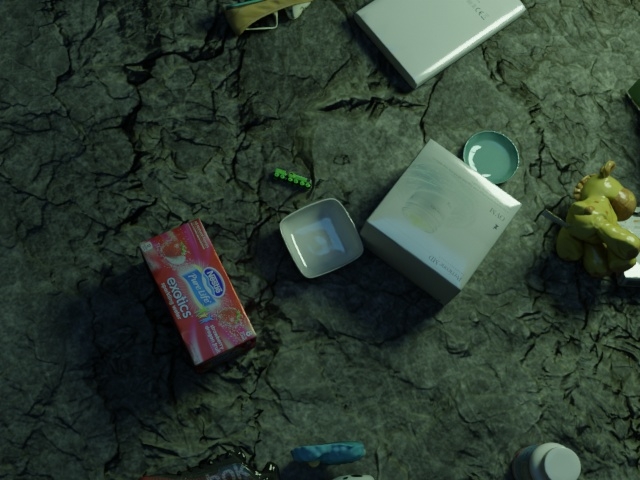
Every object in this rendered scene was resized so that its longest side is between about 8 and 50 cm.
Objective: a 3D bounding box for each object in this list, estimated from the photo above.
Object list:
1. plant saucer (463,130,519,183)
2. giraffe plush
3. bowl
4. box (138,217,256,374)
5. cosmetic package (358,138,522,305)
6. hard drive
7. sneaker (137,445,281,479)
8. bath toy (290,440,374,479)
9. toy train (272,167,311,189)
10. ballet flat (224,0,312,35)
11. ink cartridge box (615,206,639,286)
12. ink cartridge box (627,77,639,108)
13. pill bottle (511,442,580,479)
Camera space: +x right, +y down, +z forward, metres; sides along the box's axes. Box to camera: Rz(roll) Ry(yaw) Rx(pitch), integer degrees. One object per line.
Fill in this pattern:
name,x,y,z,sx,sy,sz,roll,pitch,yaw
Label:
plant saucer,0.356,-0.172,1.843,0.119,0.021,0.119,1,73,-5
giraffe plush,0.560,-0.055,1.760,0.210,0.181,0.170,41,61,-11
bowl,0.000,0.000,1.738,0.142,0.053,0.142,-24,77,-11
box,-0.230,0.105,1.645,0.128,0.122,0.257,-24,77,-13
cosmetic package,0.231,-0.034,1.729,0.224,0.138,0.224,36,74,6
hard drive,0.262,-0.495,1.921,0.319,0.040,0.210,-36,80,-15
sneaker,-0.195,0.432,1.564,0.276,0.097,0.135,7,73,-6
bath toy,0.034,0.532,1.543,0.151,0.129,0.348,-20,72,24
toy train,-0.056,-0.126,1.789,0.083,0.017,0.023,18,62,0
ballet flat,-0.090,-0.497,1.880,0.232,0.080,0.073,-20,104,-9
ink cartridge box,0.676,0.014,1.821,0.145,0.045,0.179,3,55,-4
ink cartridge box,0.726,-0.244,1.825,0.056,0.171,0.235,-32,79,-14
pill bottle,0.413,0.414,1.599,0.087,0.160,0.087,2,73,-6
